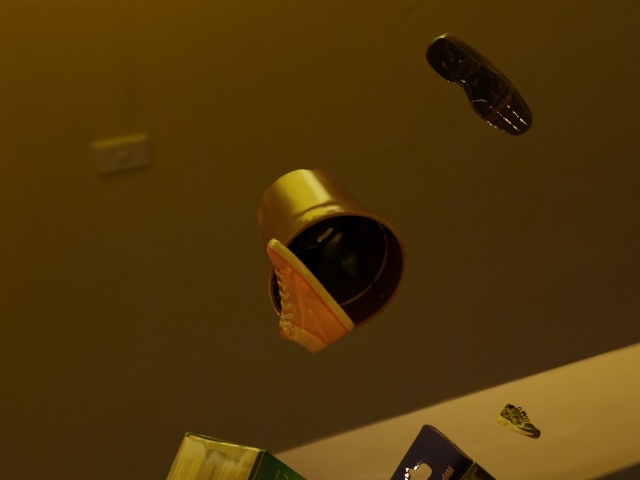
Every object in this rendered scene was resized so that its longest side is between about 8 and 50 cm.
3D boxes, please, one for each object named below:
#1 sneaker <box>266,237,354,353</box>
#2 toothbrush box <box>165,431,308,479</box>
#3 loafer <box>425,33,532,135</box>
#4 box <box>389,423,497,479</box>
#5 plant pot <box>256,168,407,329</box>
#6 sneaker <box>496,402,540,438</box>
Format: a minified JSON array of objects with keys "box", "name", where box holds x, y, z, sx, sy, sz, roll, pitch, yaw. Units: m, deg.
[{"box":[-0.029,0.066,0.971,0.134,0.070,0.051,51,-4,-14],"name":"sneaker"},{"box":[-0.077,0.390,1.073,0.126,0.216,0.295,4,-30,35],"name":"toothbrush box"},{"box":[0.215,-0.209,1.174,0.170,0.061,0.062,46,-53,-4],"name":"loafer"},{"box":[0.129,0.226,0.573,0.225,0.036,0.136,39,-35,17],"name":"box"},{"box":[0.000,0.000,1.098,0.165,0.167,0.167,-118,-158,-56],"name":"plant pot"},{"box":[0.291,0.262,1.313,0.083,0.031,0.035,20,-93,57],"name":"sneaker"}]
